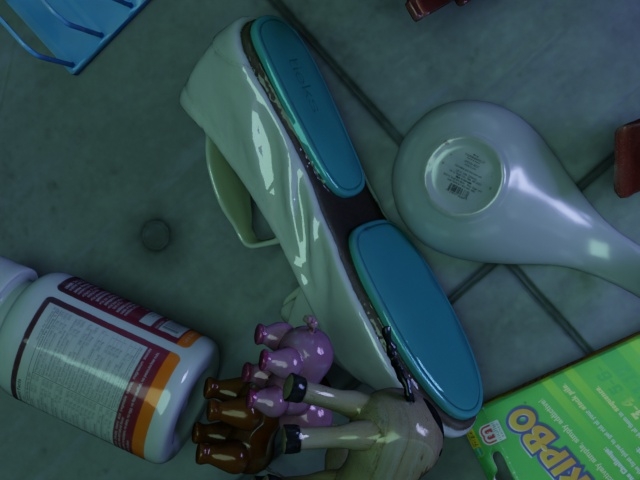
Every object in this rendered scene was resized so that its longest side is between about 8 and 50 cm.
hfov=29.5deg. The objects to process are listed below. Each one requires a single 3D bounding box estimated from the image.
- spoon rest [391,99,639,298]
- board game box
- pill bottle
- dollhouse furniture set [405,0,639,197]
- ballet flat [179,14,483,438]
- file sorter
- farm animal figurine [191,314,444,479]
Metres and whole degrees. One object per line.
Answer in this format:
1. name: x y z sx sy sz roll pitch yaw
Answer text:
1. spoon rest: 0.184 -0.019 1.030 0.276 0.084 0.137 32 97 22
2. board game box: 0.261 0.151 1.034 0.259 0.039 0.124 -26 87 8
3. pill bottle: -0.211 0.101 1.079 0.221 0.121 0.121 23 96 10
4. dollhouse furniture set: 0.217 -0.175 0.939 0.201 0.152 0.374 -33 89 39
5. ballet flat: 0.000 0.000 1.045 0.139 0.139 0.400 -29 82 11
6. file sorter: -0.216 -0.252 1.076 0.170 0.104 0.118 -43 84 10
7. farm animal figurine: 0.004 0.227 0.942 0.172 0.330 0.327 10 85 -16
